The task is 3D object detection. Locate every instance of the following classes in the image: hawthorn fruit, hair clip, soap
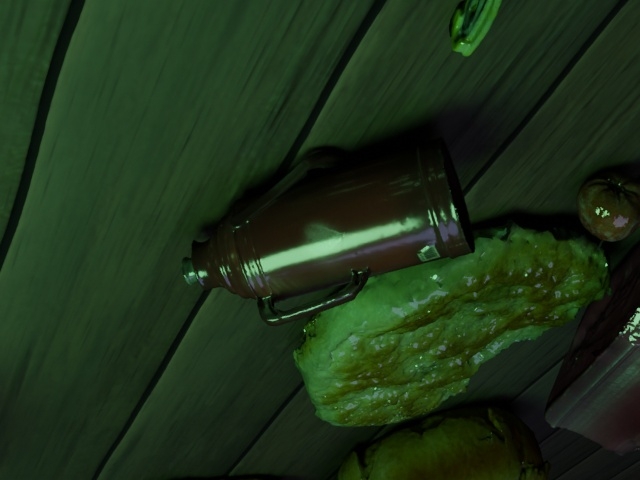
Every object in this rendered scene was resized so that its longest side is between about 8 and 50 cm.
[{"bbox_3d":[0.275,-0.018,1.002,0.066,0.067,0.103,-13,135,-9],"label":"hawthorn fruit"},{"bbox_3d":[0.106,-0.176,0.648,0.033,0.060,0.188,1,155,0],"label":"hair clip"},{"bbox_3d":[0.368,0.081,1.090,0.127,0.220,0.325,31,147,4],"label":"soap"}]

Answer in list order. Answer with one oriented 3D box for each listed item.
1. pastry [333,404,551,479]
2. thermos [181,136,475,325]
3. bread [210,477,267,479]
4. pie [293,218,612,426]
[{"bbox_3d":[0.168,0.366,1.537,0.355,0.164,0.356,-19,152,-11],"label":"pastry"},{"bbox_3d":[-0.001,-0.001,0.828,0.232,0.124,0.099,-17,149,12],"label":"thermos"},{"bbox_3d":[-0.186,0.476,1.464,0.279,0.207,0.279,10,142,-39],"label":"bread"},{"bbox_3d":[0.124,0.092,1.110,0.371,0.078,0.296,-35,148,25],"label":"pie"}]
